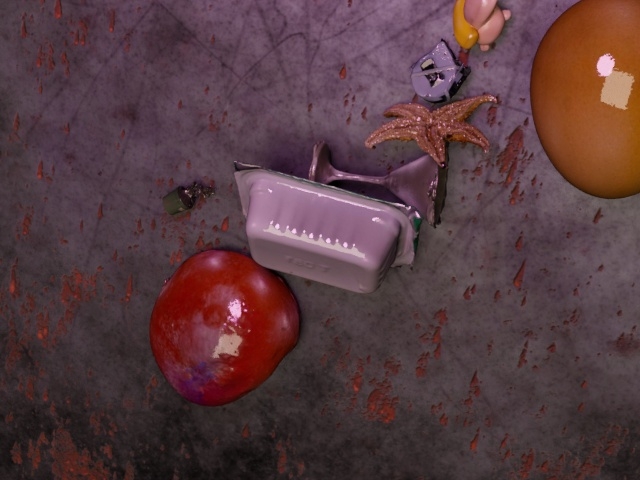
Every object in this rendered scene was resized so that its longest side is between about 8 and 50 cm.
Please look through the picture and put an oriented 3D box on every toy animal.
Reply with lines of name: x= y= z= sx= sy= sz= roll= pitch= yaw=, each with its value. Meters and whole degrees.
toy animal: x=0.266 y=-0.371 z=1.409 sx=0.082 sy=0.091 sz=0.114 roll=5 pitch=129 yaw=-18

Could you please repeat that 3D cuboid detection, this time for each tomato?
tomato: x=-0.217 y=0.190 z=1.691 sx=0.335 sy=0.176 sz=0.290 roll=-40 pitch=95 yaw=25

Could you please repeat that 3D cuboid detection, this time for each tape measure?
tape measure: x=0.201 y=-0.279 z=1.456 sx=0.094 sy=0.054 sz=0.091 roll=-45 pitch=67 yaw=18

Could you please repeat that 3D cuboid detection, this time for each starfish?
starfish: x=0.195 y=-0.190 z=1.452 sx=0.240 sy=0.227 sz=0.043 roll=-27 pitch=134 yaw=-10

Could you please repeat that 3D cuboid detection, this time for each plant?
plant: x=-0.252 y=-0.087 z=1.656 sx=0.102 sy=0.051 sz=0.051 roll=-24 pitch=104 yaw=17

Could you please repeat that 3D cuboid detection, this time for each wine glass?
wine glass: x=0.102 y=-0.107 z=1.513 sx=0.232 sy=0.156 sz=0.156 roll=8 pitch=113 yaw=14

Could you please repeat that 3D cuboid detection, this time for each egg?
egg: x=0.450 y=-0.219 z=1.323 sx=0.250 sy=0.250 sz=0.323 roll=-1 pitch=119 yaw=14

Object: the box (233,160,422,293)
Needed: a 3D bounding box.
box: x=0.000 y=0.000 z=1.519 sx=0.336 sy=0.106 sz=0.264 roll=14 pitch=156 yaw=8
